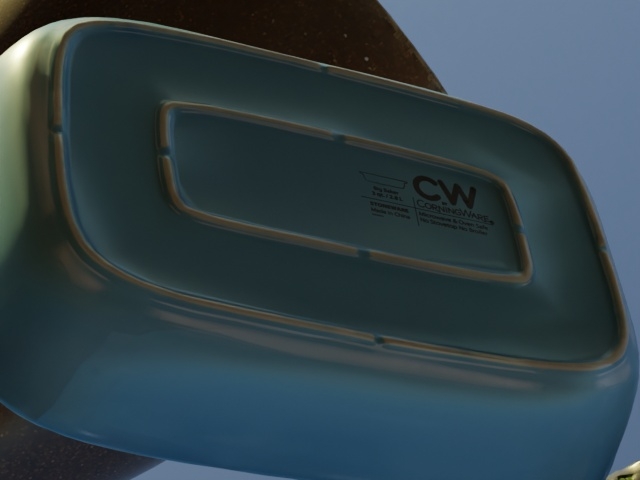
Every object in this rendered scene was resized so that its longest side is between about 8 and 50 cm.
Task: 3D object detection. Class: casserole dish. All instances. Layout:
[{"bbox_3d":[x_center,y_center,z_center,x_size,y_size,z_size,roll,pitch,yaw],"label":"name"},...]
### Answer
[{"bbox_3d":[0.000,0.000,0.396,0.188,0.037,0.114,12,-135,-24],"label":"casserole dish"}]

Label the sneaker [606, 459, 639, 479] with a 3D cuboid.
[{"bbox_3d":[0.211,0.173,1.139,0.188,0.067,0.078,0,-96,6],"label":"sneaker"}]

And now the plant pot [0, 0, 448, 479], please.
[{"bbox_3d":[-0.091,0.001,0.636,0.230,0.215,0.215,-44,-123,-13],"label":"plant pot"}]
